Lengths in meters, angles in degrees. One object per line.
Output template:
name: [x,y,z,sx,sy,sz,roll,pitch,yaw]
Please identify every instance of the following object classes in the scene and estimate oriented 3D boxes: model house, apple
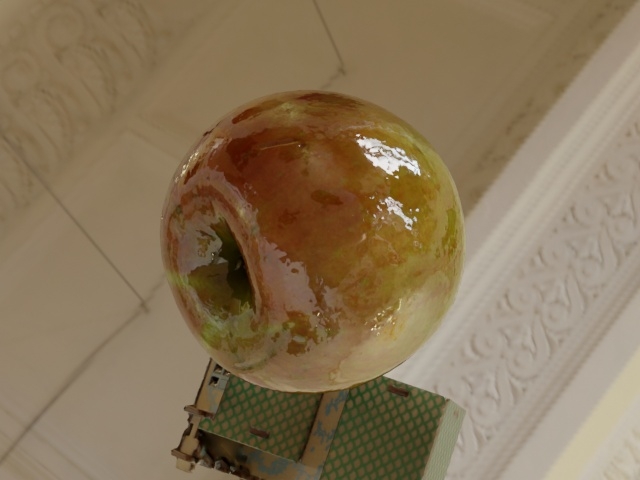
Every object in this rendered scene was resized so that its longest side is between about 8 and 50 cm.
model house: [0.027,0.195,1.229,0.206,0.271,0.178,5,-109,52]
apple: [0.000,0.000,0.871,0.196,0.196,0.196,-9,-122,14]
